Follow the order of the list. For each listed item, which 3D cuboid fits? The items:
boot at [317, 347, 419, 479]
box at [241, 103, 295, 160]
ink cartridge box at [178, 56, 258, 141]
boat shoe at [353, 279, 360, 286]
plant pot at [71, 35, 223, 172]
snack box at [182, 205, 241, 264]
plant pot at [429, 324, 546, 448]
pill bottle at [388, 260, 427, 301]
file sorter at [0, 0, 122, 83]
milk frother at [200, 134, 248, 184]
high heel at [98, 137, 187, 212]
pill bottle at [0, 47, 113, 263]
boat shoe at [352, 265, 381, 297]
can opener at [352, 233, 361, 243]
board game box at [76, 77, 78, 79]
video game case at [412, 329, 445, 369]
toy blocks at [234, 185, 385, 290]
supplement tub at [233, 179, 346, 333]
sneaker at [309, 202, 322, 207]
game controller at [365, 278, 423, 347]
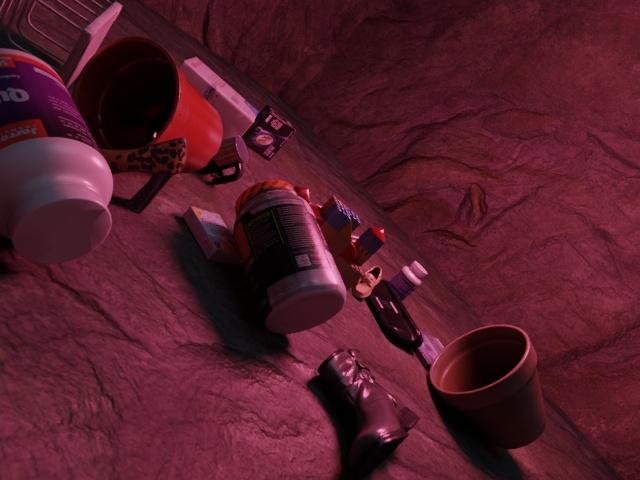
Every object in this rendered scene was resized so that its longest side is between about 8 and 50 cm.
[{"bbox_3d":[0.068,0.327,1.011,0.222,0.118,0.338,47,4,19],"label":"boot"},{"bbox_3d":[-0.222,-0.454,2.131,0.147,0.180,0.077,33,19,-38],"label":"box"},{"bbox_3d":[-0.371,-0.421,1.629,0.270,0.197,0.198,40,16,-17],"label":"ink cartridge box"},{"bbox_3d":[0.099,0.107,1.662,0.095,0.095,0.257,50,15,-4],"label":"boat shoe"},{"bbox_3d":[-0.380,-0.286,1.191,0.272,0.272,0.265,49,7,16],"label":"plant pot"},{"bbox_3d":[-0.248,-0.011,1.174,0.141,0.037,0.100,54,17,26],"label":"snack box"},{"bbox_3d":[0.541,0.465,1.541,0.280,0.323,0.323,59,13,-10],"label":"plant pot"},{"bbox_3d":[0.330,0.161,1.963,0.094,0.169,0.094,40,16,-14],"label":"pill bottle"},{"bbox_3d":[-0.606,-0.481,1.148,0.173,0.193,0.277,31,27,-26],"label":"file sorter"},{"bbox_3d":[-0.277,-0.236,1.504,0.143,0.135,0.129,-55,130,-72],"label":"milk frother"},{"bbox_3d":[-0.399,-0.194,0.981,0.261,0.186,0.093,37,18,-24],"label":"high heel"},{"bbox_3d":[-0.427,-0.125,0.743,0.323,0.181,0.181,52,17,27],"label":"pill bottle"},{"bbox_3d":[0.161,0.136,1.717,0.063,0.059,0.170,25,32,16],"label":"boat shoe"},{"bbox_3d":[0.035,0.010,1.626,0.280,0.093,0.074,5,28,-35],"label":"can opener"},{"bbox_3d":[-0.496,-0.424,1.350,0.260,0.030,0.136,7,11,12],"label":"board game box"},{"bbox_3d":[0.398,0.397,1.796,0.274,0.026,0.196,29,22,-42],"label":"video game case"},{"bbox_3d":[0.000,0.000,1.364,0.381,0.261,0.190,38,17,-22],"label":"toy blocks"},{"bbox_3d":[-0.080,0.030,1.124,0.193,0.193,0.316,25,36,-51],"label":"supplement tub"},{"bbox_3d":[-0.053,-0.068,1.749,0.319,0.112,0.131,26,40,-42],"label":"sneaker"},{"bbox_3d":[0.233,0.238,1.733,0.166,0.067,0.319,12,29,-28],"label":"game controller"}]
